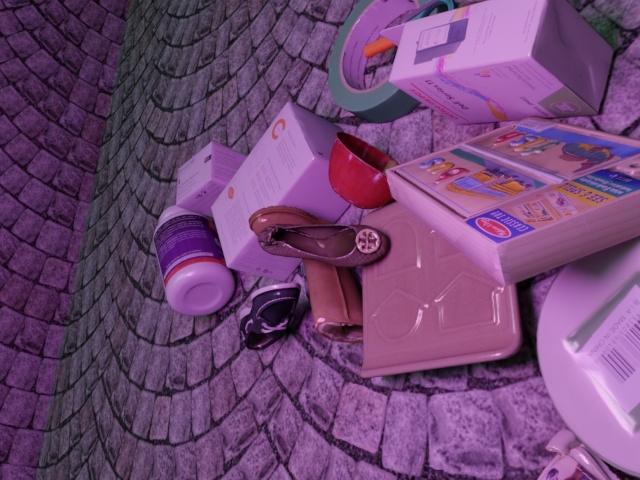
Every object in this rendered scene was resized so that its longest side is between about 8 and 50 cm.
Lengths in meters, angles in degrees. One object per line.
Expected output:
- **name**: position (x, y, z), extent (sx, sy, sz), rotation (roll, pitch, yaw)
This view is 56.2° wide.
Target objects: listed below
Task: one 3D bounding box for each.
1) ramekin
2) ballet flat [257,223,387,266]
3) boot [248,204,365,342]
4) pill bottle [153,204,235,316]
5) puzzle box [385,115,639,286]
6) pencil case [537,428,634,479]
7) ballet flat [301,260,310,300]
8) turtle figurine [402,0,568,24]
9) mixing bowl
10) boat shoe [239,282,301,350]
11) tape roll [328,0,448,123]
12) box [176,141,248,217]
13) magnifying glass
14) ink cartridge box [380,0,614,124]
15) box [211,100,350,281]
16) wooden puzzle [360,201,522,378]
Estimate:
- **ramekin**: position (0.398, 0.124, 0.676), extent (0.303, 0.148, 0.303), rotation (-10, 78, 59)
- **ballet flat**: position (0.000, 0.000, 1.129), extent (0.250, 0.058, 0.084), rotation (5, 70, 14)
- **boot**: position (-0.018, 0.063, 1.198), extent (0.089, 0.236, 0.269), rotation (-55, 35, 40)
- **pill bottle**: position (-0.359, 0.043, 1.660), extent (0.181, 0.182, 0.322), rotation (-52, 42, 23)
- **puzzle box**: position (0.270, -0.079, 0.806), extent (0.272, 0.052, 0.409), rotation (-21, 20, -4)
- **pencil case**: position (0.397, 0.376, 0.614), extent (0.410, 0.160, 0.183), rotation (33, 122, 51)
- **ballet flat**: position (-0.025, 0.091, 1.350), extent (0.041, 0.041, 0.114), rotation (-42, 46, 33)
- **turtle figurine**: position (0.306, -0.514, 1.038), extent (0.275, 0.197, 0.266), rotation (11, 59, 11)
- **mixing bowl**: position (0.084, -0.125, 1.191), extent (0.098, 0.182, 0.181), rotation (-58, 40, 20)
- **boat shoe**: position (-0.109, 0.172, 1.327), extent (0.302, 0.115, 0.091), rotation (124, 140, -63)
- **tape roll**: position (0.150, -0.420, 1.317), extent (0.321, 0.077, 0.321), rotation (-22, 59, 43)
- **box**: position (-0.270, -0.154, 1.631), extent (0.181, 0.182, 0.118), rotation (-28, 55, 42)
- **magnifying glass**: position (0.176, -0.418, 1.202), extent (0.231, 0.026, 0.092), rotation (-10, 68, 49)
- **ink cartridge box**: position (0.267, -0.289, 1.012), extent (0.354, 0.207, 0.119), rotation (9, 81, 53)
- **box**: position (-0.081, -0.106, 1.394), extent (0.345, 0.168, 0.215), rotation (-49, 43, 27)
- **wooden puzzle**: position (0.206, 0.062, 1.056), extent (0.322, 0.081, 0.347), rotation (-21, 55, 44)
